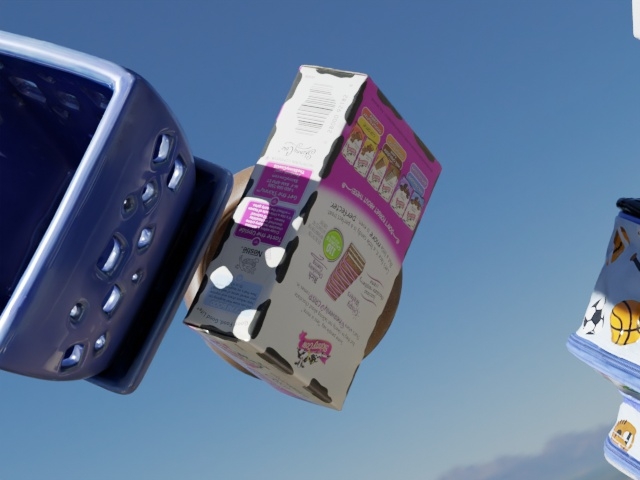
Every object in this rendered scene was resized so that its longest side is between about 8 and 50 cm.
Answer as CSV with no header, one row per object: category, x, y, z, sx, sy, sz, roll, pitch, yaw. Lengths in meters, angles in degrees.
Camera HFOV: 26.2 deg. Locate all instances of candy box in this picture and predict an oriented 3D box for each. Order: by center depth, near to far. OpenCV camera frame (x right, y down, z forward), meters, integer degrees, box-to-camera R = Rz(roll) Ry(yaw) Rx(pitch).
candy box,0.000,0.000,1.108,0.071,0.233,0.159,12,-19,34

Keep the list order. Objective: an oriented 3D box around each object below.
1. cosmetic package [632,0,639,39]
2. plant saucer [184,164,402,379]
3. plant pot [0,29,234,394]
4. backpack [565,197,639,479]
cosmetic package,0.362,-0.368,1.235,0.156,0.385,0.217,-4,12,7
plant saucer,-0.044,0.045,1.864,0.310,0.310,0.050,-25,-1,9
plant pot,-0.222,-0.016,1.086,0.236,0.236,0.212,20,-8,31
backpack,0.287,0.081,0.854,0.263,0.213,0.276,26,-5,-32
